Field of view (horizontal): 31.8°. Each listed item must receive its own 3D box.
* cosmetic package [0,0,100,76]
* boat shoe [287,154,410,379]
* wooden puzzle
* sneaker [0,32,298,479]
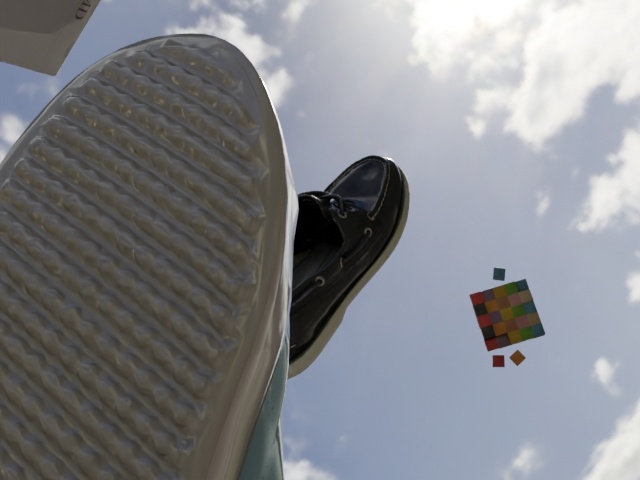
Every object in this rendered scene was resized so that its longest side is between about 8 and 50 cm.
[{"bbox_3d":[-0.375,-0.318,1.096,0.217,0.156,0.385,-56,-26,15],"label":"cosmetic package"},{"bbox_3d":[-0.004,0.000,1.323,0.340,0.127,0.113,-54,-49,-28],"label":"boat shoe"},{"bbox_3d":[0.153,0.061,0.920,0.049,0.083,0.006,-16,-16,-2],"label":"wooden puzzle"},{"bbox_3d":[-0.070,0.104,0.438,0.150,0.135,0.366,61,-146,-66],"label":"sneaker"}]
